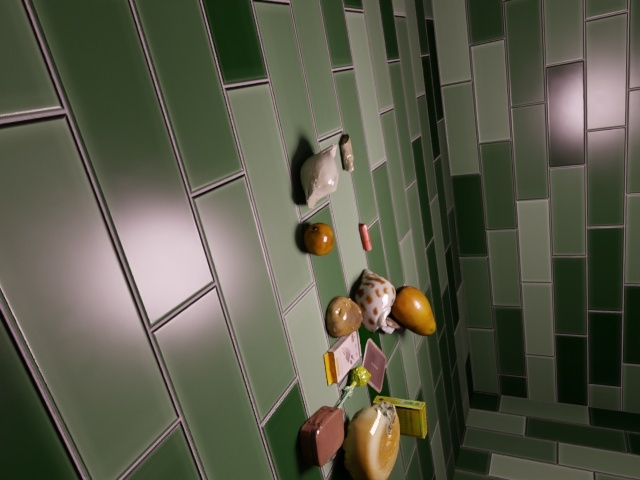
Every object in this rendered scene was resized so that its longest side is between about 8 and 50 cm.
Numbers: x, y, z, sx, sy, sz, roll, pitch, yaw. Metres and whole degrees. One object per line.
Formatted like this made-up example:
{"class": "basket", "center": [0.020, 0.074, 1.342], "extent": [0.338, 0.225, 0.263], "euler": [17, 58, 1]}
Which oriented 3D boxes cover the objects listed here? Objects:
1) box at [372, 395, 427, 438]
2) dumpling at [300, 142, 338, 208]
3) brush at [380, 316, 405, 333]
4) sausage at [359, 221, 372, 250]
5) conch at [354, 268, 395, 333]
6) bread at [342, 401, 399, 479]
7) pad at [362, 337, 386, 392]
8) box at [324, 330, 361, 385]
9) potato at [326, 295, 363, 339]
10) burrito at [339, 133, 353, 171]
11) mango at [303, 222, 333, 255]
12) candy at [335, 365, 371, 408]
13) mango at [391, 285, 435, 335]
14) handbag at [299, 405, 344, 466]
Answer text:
{"class": "box", "center": [0.340, 0.759, 1.946], "extent": [0.064, 0.220, 0.140], "euler": [-24, 110, -60]}
{"class": "dumpling", "center": [-0.002, -0.201, 1.490], "extent": [0.166, 0.126, 0.215], "euler": [86, 1, -75]}
{"class": "brush", "center": [0.340, 0.409, 2.138], "extent": [0.065, 0.070, 0.327], "euler": [-53, 152, 3]}
{"class": "sausage", "center": [0.188, -0.020, 1.899], "extent": [0.034, 0.034, 0.129], "euler": [-46, 128, -53]}
{"class": "conch", "center": [0.212, 0.226, 1.819], "extent": [0.149, 0.183, 0.274], "euler": [45, 27, -16]}
{"class": "bread", "center": [0.191, 0.778, 1.733], "extent": [0.333, 0.160, 0.332], "euler": [5, 85, -59]}
{"class": "pad", "center": [0.240, 0.556, 1.998], "extent": [0.266, 0.002, 0.176], "euler": [53, 44, -47]}
{"class": "box", "center": [0.089, 0.431, 1.694], "extent": [0.247, 0.033, 0.129], "euler": [-29, 115, -59]}
{"class": "potato", "center": [0.097, 0.288, 1.672], "extent": [0.200, 0.081, 0.163], "euler": [8, 83, -59]}
{"class": "burrito", "center": [0.103, -0.340, 1.751], "extent": [0.055, 0.041, 0.149], "euler": [-33, 114, -73]}
{"class": "mango", "center": [0.000, -0.005, 1.499], "extent": [0.163, 0.090, 0.111], "euler": [-12, 111, -71]}
{"class": "candy", "center": [0.104, 0.570, 1.701], "extent": [0.262, 0.073, 0.077], "euler": [-38, 104, -48]}
{"class": "mango", "center": [0.448, 0.345, 2.176], "extent": [0.173, 0.211, 0.317], "euler": [-44, 125, -10]}
{"class": "handbag", "center": [0.008, 0.649, 1.496], "extent": [0.193, 0.072, 0.151], "euler": [-12, 99, -63]}
